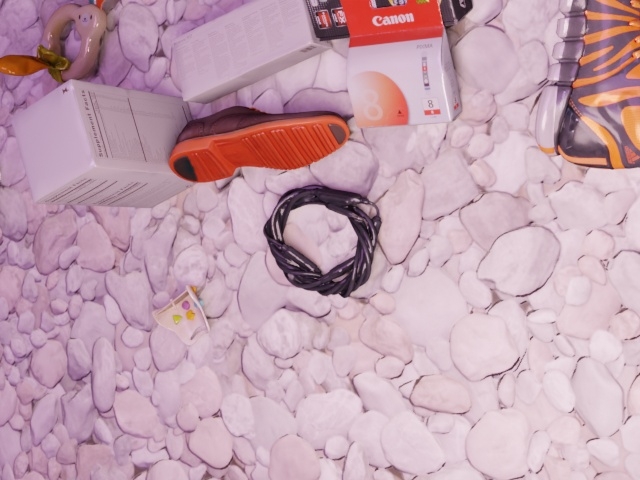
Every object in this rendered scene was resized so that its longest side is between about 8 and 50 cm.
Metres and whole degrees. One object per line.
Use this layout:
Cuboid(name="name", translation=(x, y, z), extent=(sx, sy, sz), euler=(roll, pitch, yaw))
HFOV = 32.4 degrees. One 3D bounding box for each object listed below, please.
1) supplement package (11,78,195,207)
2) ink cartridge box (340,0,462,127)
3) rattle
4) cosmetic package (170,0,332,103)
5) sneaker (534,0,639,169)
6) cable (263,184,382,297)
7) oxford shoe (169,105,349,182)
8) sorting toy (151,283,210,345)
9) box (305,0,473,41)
Cuboid(name="supplement package", translation=(-0.304, -0.135, 1.613), extent=(0.133, 0.244, 0.139), euler=(-25, 76, 31))
Cuboid(name="ink cartridge box", translation=(0.097, -0.236, 1.424), extent=(0.145, 0.045, 0.179), euler=(0, 120, 33))
Cuboid(name="rattle", translation=(-0.414, -0.349, 1.756), extent=(0.199, 0.142, 0.130), euler=(-42, 50, 33))
Cuboid(name="cosmetic package", translation=(-0.102, -0.283, 1.589), extent=(0.239, 0.060, 0.099), euler=(-18, 82, 32))
Cuboid(name="sneaker", translation=(0.366, -0.235, 1.256), extent=(0.180, 0.124, 0.321), euler=(16, 110, 29))
Cuboid(name="cable", translation=(0.000, 0.000, 1.536), extent=(0.184, 0.047, 0.151), euler=(10, 100, 31))
Cuboid(name="oxford shoe", translation=(-0.087, -0.158, 1.561), extent=(0.271, 0.097, 0.098), euler=(-7, 52, 19))
Cuboid(name="sorting toy", translation=(-0.200, 0.117, 1.668), extent=(0.083, 0.045, 0.075), euler=(-36, 78, 28))
Cuboid(name="box", translation=(0.059, -0.400, 1.408), extent=(0.216, 0.060, 0.270), euler=(1, 121, 34))
